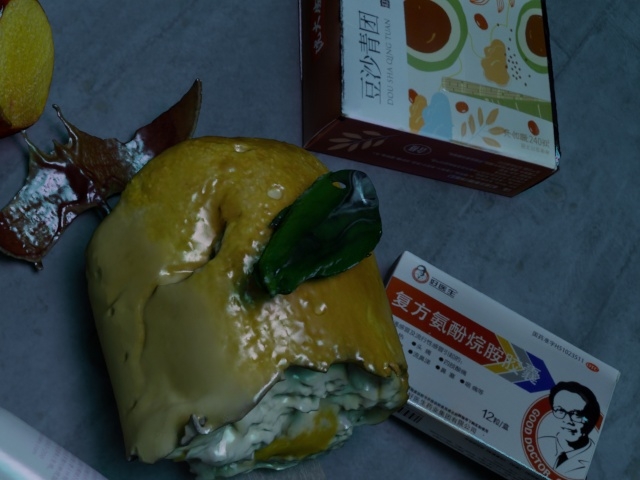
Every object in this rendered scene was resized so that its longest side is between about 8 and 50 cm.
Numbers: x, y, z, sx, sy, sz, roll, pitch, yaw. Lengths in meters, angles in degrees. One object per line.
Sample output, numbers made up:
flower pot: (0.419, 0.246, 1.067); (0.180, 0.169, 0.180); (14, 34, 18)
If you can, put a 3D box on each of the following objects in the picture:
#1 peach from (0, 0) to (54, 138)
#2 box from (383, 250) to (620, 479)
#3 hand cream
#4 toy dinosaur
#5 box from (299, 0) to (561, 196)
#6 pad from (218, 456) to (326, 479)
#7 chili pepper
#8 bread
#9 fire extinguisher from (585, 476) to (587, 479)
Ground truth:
peach: (-0.394, -0.214, 1.465); (0.192, 0.190, 0.190); (42, 51, 18)
box: (0.220, 0.187, 1.703); (0.353, 0.069, 0.214); (31, 56, -3)
hand cream: (-0.247, 0.313, 1.364); (0.358, 0.185, 0.118); (34, 84, -11)
toy dinosaur: (-0.287, -0.078, 1.520); (0.327, 0.113, 0.207); (-6, 77, -33)
box: (0.164, -0.276, 1.875); (0.385, 0.122, 0.345); (11, 65, -28)
pad: (-0.056, 0.343, 1.553); (0.176, 0.002, 0.266); (-9, 75, -34)
chili pepper: (-0.001, 0.001, 1.375); (0.108, 0.062, 0.216); (50, 46, -3)
bread: (-0.080, 0.064, 1.481); (0.361, 0.250, 0.394); (0, 68, -41)
fire extinguisher: (0.255, 0.376, 1.703); (0.252, 0.106, 0.075); (-38, 131, -35)
